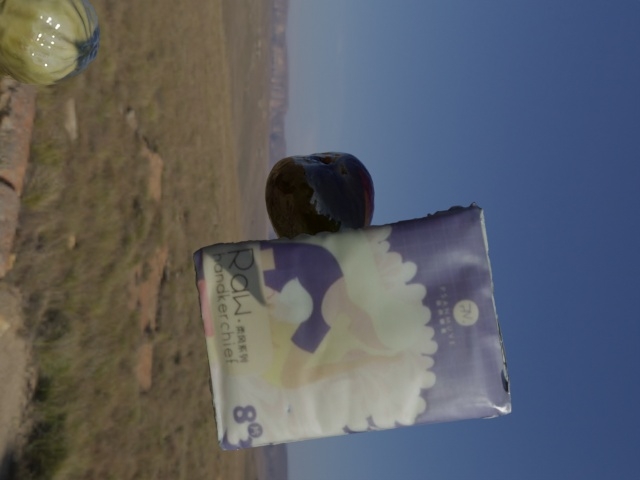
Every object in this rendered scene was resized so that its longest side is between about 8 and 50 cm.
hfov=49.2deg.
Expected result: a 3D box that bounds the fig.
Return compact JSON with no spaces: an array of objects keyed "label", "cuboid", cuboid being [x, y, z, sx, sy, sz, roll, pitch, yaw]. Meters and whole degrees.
[{"label":"fig","cuboid":[0.001,0.000,1.072,0.145,0.170,0.274,7,-82,58]}]

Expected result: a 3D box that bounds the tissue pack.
[{"label":"tissue pack","cuboid":[0.033,0.103,0.827,0.125,0.343,0.242,37,45,-84]}]

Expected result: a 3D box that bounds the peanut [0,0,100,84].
[{"label":"peanut","cuboid":[-0.366,-0.262,0.895,0.305,0.147,0.147,14,-75,56]}]
